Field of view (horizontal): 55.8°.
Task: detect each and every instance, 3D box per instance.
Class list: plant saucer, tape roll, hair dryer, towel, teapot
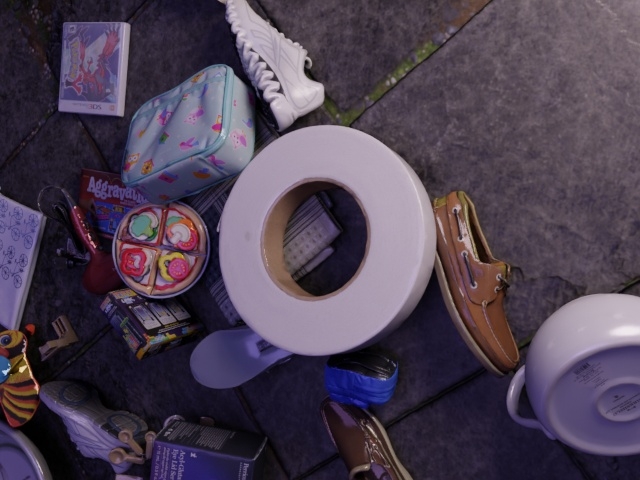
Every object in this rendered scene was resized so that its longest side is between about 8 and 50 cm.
[{"bbox_3d":[-0.771,0.616,1.483,0.400,0.100,0.401,2,94,25],"label":"plant saucer"},{"bbox_3d":[0.000,0.000,1.026,0.392,0.072,0.392,-4,82,28],"label":"tape roll"},{"bbox_3d":[-0.501,0.018,1.304,0.293,0.080,0.224,17,127,20],"label":"hair dryer"},{"bbox_3d":[-0.138,-0.040,1.192,0.324,0.056,0.312,-41,73,23],"label":"towel"},{"bbox_3d":[0.408,0.172,0.877,0.255,0.187,0.253,-4,119,9],"label":"teapot"}]

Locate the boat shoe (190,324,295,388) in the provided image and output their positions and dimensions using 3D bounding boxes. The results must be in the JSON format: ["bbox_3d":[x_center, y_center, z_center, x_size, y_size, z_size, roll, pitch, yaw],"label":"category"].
[{"bbox_3d":[-0.104,0.192,1.152,0.306,0.105,0.113,-31,76,16],"label":"boat shoe"}]

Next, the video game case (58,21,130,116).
[{"bbox_3d":[-0.508,-0.383,1.350,0.183,0.023,0.201,9,96,24],"label":"video game case"}]

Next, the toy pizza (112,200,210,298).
[{"bbox_3d":[-0.319,0.014,1.197,0.201,0.032,0.201,0,85,5],"label":"toy pizza"}]

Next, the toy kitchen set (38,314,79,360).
[{"bbox_3d":[-0.629,0.229,1.405,0.068,0.083,0.075,-38,78,21],"label":"toy kitchen set"}]

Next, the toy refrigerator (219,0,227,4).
[{"bbox_3d":[-0.258,-0.587,1.185,0.269,0.094,0.102,45,109,16],"label":"toy refrigerator"}]

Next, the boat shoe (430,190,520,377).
[{"bbox_3d":[0.253,0.066,0.975,0.104,0.110,0.307,-30,81,24],"label":"boat shoe"}]

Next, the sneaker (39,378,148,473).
[{"bbox_3d":[-0.527,0.418,1.360,0.297,0.111,0.129,27,108,22],"label":"sneaker"}]

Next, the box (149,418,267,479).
[{"bbox_3d":[-0.220,0.458,1.188,0.207,0.108,0.153,7,96,8],"label":"box"}]

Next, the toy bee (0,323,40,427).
[{"bbox_3d":[-0.727,0.277,1.416,0.195,0.162,0.298,-3,116,53],"label":"toy bee"}]

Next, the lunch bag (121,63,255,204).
[{"bbox_3d":[-0.258,-0.204,1.158,0.279,0.108,0.224,-16,59,27],"label":"lunch bag"}]

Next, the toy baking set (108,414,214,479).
[{"bbox_3d":[-0.328,0.472,1.269,0.256,0.030,0.197,-17,100,1],"label":"toy baking set"}]

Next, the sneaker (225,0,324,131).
[{"bbox_3d":[-0.090,-0.343,1.128,0.118,0.110,0.292,-25,73,-4],"label":"sneaker"}]

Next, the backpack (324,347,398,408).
[{"bbox_3d":[0.077,0.243,1.077,0.120,0.098,0.101,7,117,16],"label":"backpack"}]

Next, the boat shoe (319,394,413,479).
[{"bbox_3d":[0.082,0.388,1.079,0.095,0.095,0.257,-46,74,20],"label":"boat shoe"}]

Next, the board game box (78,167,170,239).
[{"bbox_3d":[-0.424,-0.070,1.307,0.281,0.027,0.145,11,97,31],"label":"board game box"}]

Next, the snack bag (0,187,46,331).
[{"bbox_3d":[-0.844,0.022,1.521,0.342,0.037,0.323,24,103,22],"label":"snack bag"}]

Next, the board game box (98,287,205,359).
[{"bbox_3d":[-0.337,0.157,1.219,0.141,0.170,0.048,45,111,17],"label":"board game box"}]
